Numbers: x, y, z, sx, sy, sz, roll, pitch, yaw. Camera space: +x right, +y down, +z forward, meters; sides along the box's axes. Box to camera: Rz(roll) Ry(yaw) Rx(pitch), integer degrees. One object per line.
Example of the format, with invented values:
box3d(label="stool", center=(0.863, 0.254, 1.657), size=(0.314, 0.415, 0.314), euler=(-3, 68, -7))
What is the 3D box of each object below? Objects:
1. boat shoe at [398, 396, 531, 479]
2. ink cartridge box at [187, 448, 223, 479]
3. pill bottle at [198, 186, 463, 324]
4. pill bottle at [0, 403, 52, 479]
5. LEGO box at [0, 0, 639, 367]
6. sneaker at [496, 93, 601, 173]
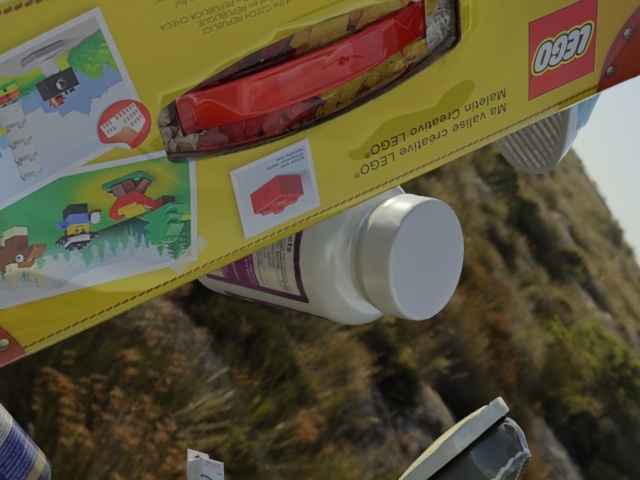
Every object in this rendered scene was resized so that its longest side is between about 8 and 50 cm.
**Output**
box3d(label="boat shoe", center=(0.091, 0.213, 0.690), size=(0.091, 0.109, 0.305), euler=(49, -31, 24))
box3d(label="ink cartridge box", center=(-0.158, 0.328, 1.353), size=(0.048, 0.028, 0.083), euler=(33, 44, -49))
box3d(label="pill bottle", center=(0.000, 0.000, 1.084), size=(0.301, 0.169, 0.169), euler=(11, -23, 42))
box3d(label="pill bottle", center=(-0.343, 0.160, 0.846), size=(0.219, 0.123, 0.123), euler=(56, 13, -20))
box3d(label="LEGO box", center=(-0.090, -0.173, 0.639), size=(0.372, 0.500, 0.193), euler=(45, -27, 46))
box3d(label="sneaker", center=(0.308, -0.261, 1.224), size=(0.135, 0.366, 0.150), euler=(28, 50, 15))
